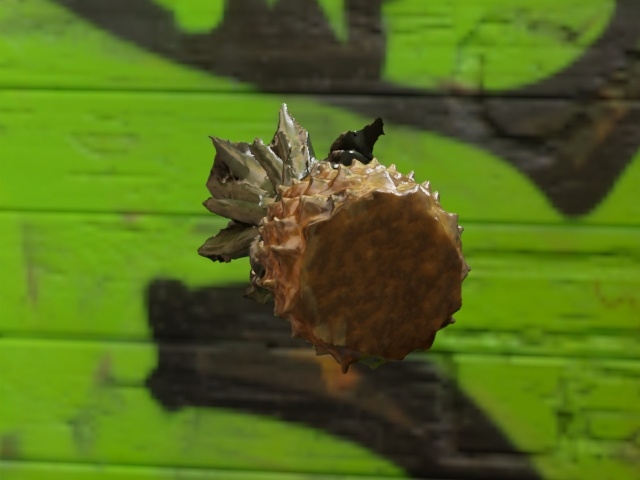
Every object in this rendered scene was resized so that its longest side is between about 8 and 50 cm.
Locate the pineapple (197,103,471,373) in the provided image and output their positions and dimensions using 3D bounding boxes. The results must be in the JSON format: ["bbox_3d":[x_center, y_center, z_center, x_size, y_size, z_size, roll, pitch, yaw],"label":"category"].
[{"bbox_3d":[0.000,0.000,1.088,0.277,0.119,0.130,-136,-147,-72],"label":"pineapple"}]
